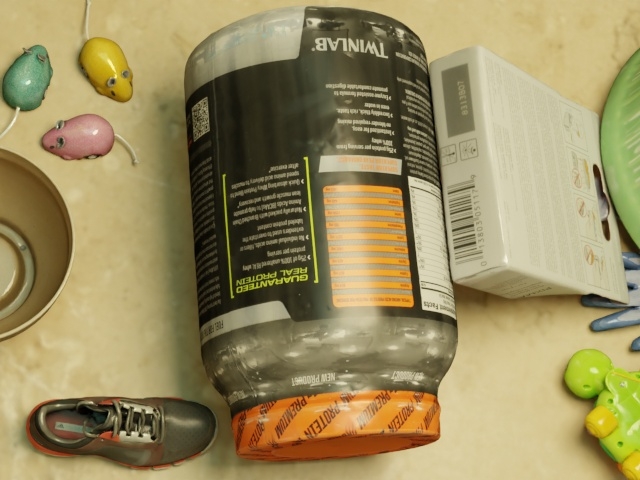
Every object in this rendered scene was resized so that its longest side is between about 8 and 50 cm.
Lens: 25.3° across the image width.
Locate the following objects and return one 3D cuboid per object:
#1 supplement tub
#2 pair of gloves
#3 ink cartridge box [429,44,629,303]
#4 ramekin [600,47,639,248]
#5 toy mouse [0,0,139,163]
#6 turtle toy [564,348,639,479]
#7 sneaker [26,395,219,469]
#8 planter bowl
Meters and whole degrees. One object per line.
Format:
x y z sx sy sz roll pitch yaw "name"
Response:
0.000 0.000 1.153 0.207 0.207 0.338 -2 75 -10 "supplement tub"
0.307 0.001 1.302 0.159 0.023 0.198 -4 73 -10 "pair of gloves"
0.179 -0.043 1.210 0.066 0.232 0.189 -14 72 29 "ink cartridge box"
0.417 -0.091 1.260 0.303 0.148 0.303 5 69 -14 "ramekin"
-0.226 -0.121 1.240 0.143 0.031 0.161 -28 81 -16 "toy mouse"
0.264 0.146 1.231 0.095 0.066 0.130 -37 83 -19 "turtle toy"
-0.160 0.153 1.157 0.157 0.065 0.061 -1 75 -10 "sneaker"
-0.279 0.014 1.153 0.162 0.109 0.162 2 74 -8 "planter bowl"
